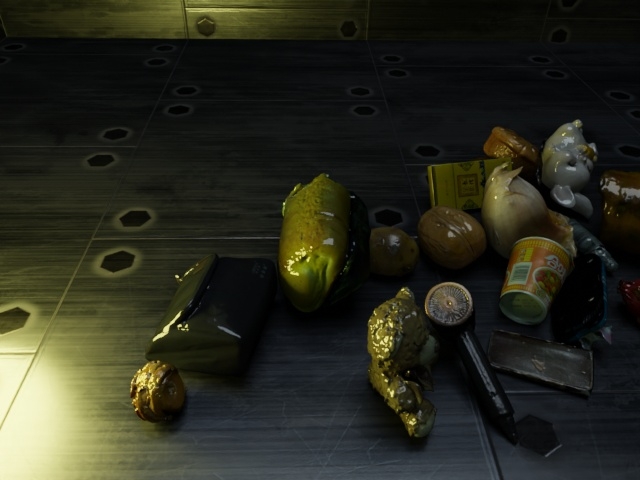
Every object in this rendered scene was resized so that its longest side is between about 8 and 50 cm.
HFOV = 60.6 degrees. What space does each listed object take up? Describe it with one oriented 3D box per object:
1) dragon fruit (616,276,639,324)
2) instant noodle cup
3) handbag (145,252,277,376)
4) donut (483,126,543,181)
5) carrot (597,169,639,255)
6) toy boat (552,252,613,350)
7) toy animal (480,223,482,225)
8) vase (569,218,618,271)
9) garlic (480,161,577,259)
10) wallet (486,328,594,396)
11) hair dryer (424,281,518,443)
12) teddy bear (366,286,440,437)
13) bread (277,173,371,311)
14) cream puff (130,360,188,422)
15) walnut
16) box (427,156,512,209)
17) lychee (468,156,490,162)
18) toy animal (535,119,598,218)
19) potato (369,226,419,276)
[{"bbox_3d":[0.829,0.152,1.368,0.166,0.133,0.136,19,-1,20],"label":"dragon fruit"},{"bbox_3d":[0.539,0.110,1.394,0.168,0.168,0.185,20,50,22],"label":"instant noodle cup"},{"bbox_3d":[-0.263,0.150,1.287,0.275,0.178,0.302,7,38,7],"label":"handbag"},{"bbox_3d":[0.675,-0.301,1.896,0.226,0.114,0.226,27,25,-14],"label":"donut"},{"bbox_3d":[0.950,-0.067,1.554,0.340,0.242,0.241,18,41,22],"label":"carrot"},{"bbox_3d":[0.676,0.153,1.388,0.092,0.134,0.299,43,40,-7],"label":"toy boat"},{"bbox_3d":[0.433,-0.035,1.656,0.220,0.062,0.108,-5,19,-7],"label":"toy animal"},{"bbox_3d":[0.781,0.018,1.586,0.060,0.060,0.211,-10,40,-14],"label":"vase"},{"bbox_3d":[0.566,-0.080,1.553,0.313,0.249,0.286,32,60,-18],"label":"garlic"},{"bbox_3d":[0.505,0.279,1.266,0.232,0.031,0.122,12,43,17],"label":"wallet"},{"bbox_3d":[0.342,0.275,1.208,0.107,0.189,0.352,-24,63,7],"label":"hair dryer"},{"bbox_3d":[0.172,0.232,1.139,0.156,0.256,0.267,5,37,12],"label":"teddy bear"},{"bbox_3d":[0.000,0.000,1.432,0.251,0.208,0.377,-35,30,27],"label":"bread"},{"bbox_3d":[-0.338,0.310,1.137,0.104,0.119,0.133,-15,10,7],"label":"cream puff"},{"bbox_3d":[0.361,-0.009,1.531,0.165,0.165,0.197,-24,36,-29],"label":"walnut"},{"bbox_3d":[0.485,-0.178,1.762,0.279,0.153,0.041,-7,5,-11],"label":"box"},{"bbox_3d":[0.542,-0.227,1.850,0.146,0.114,0.114,-6,38,3],"label":"lychee"},{"bbox_3d":[0.797,-0.231,1.758,0.208,0.154,0.325,15,71,-35],"label":"toy animal"},{"bbox_3d":[0.184,0.030,1.501,0.175,0.137,0.137,3,38,5],"label":"potato"}]
